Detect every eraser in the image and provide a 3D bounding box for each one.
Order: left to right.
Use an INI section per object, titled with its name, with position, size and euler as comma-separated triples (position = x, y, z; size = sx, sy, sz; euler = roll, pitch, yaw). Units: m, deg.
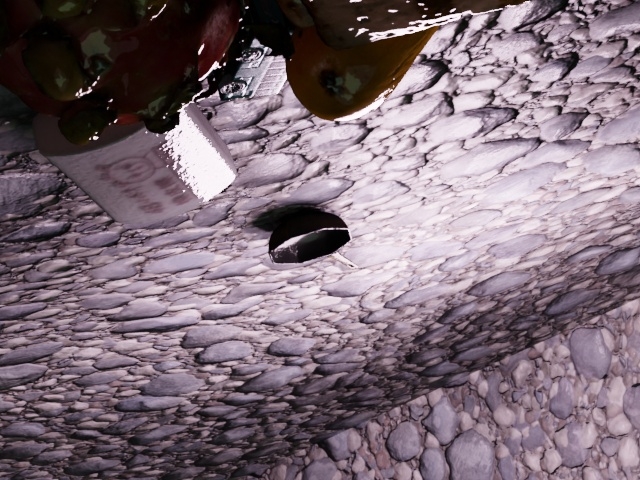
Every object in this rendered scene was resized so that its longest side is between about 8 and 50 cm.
[eraser]
position = -0.218, -0.111, 1.921
size = 0.174, 0.095, 0.270
euler = -20, 161, 5

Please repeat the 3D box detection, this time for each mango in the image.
[mango]
position = 0.061, -0.237, 1.645
size = 0.177, 0.120, 0.295
euler = -48, -174, 50

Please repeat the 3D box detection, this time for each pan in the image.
[pan]
position = -0.016, 0.004, 2.452
size = 0.128, 0.048, 0.202
euler = -14, 159, 0

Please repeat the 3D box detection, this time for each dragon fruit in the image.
[dragon fruit]
position = -0.194, -0.212, 1.352
size = 0.250, 0.269, 0.291
euler = -33, 180, 0

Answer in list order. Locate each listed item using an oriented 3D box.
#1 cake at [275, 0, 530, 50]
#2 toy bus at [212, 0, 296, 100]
[cake]
position = 0.052, -0.306, 1.452
size = 0.293, 0.196, 0.199
euler = -14, 160, 11
[toy bus]
position = -0.065, -0.223, 1.744
size = 0.092, 0.079, 0.160
euler = -8, 160, -20
